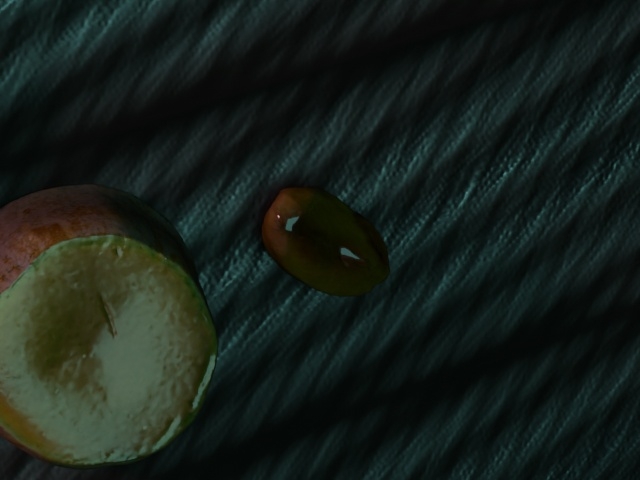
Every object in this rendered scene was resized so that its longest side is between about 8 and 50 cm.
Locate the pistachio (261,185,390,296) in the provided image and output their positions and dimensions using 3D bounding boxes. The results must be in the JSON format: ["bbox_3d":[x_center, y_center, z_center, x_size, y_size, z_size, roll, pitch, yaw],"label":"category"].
[{"bbox_3d":[-0.001,0.003,2.084,0.189,0.100,0.110,30,114,-32],"label":"pistachio"}]

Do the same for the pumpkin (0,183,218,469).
[{"bbox_3d":[-0.262,0.117,1.962,0.332,0.199,0.332,-6,107,-22],"label":"pumpkin"}]
